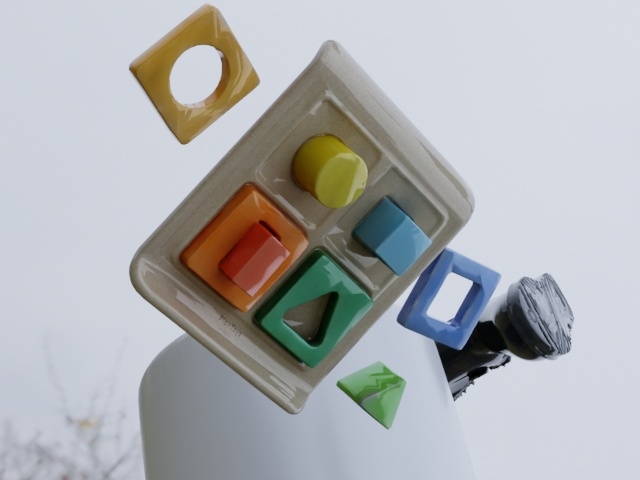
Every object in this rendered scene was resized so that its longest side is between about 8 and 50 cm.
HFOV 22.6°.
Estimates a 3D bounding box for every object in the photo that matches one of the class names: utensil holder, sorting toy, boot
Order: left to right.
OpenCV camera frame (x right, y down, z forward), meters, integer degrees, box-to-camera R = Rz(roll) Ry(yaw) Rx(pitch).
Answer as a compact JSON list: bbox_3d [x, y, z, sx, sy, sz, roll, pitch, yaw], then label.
[{"bbox_3d":[-0.001,0.289,1.481,0.328,0.327,0.385,91,-12,-56],"label":"utensil holder"},{"bbox_3d":[0.000,0.000,1.003,0.347,0.196,0.047,43,-5,-39],"label":"sorting toy"},{"bbox_3d":[0.169,0.123,1.765,0.094,0.207,0.246,59,15,2],"label":"boot"}]
